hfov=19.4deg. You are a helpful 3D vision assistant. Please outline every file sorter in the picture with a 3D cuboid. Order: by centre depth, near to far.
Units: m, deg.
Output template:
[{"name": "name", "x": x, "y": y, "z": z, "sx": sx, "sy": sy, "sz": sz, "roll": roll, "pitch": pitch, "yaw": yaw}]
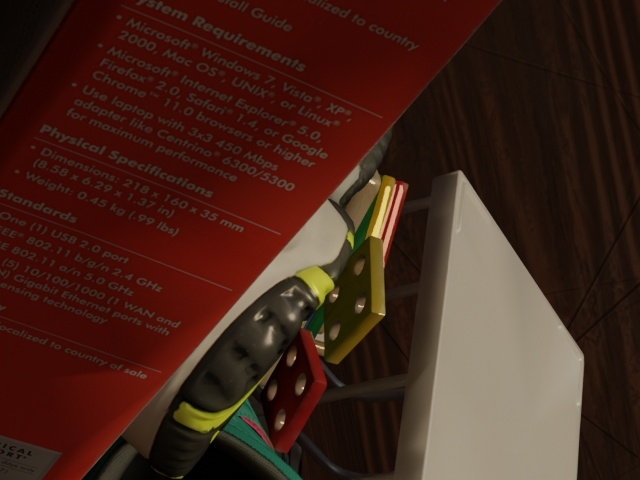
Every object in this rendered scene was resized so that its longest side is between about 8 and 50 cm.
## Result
[{"name": "file sorter", "x": 0.035, "y": 0.140, "z": 1.093, "sx": 0.193, "sy": 0.173, "sz": 0.278, "roll": 52, "pitch": 35, "yaw": -40}]

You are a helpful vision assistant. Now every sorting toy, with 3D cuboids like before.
[{"name": "sorting toy", "x": 0.000, "y": 0.000, "z": 1.001, "sx": 0.132, "sy": 0.046, "sz": 0.274, "roll": -62, "pitch": -156, "yaw": 22}]

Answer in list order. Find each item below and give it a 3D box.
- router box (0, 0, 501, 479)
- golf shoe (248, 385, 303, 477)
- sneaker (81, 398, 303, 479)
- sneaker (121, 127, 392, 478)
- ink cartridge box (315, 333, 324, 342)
[{"name": "router box", "x": -0.035, "y": -0.135, "z": 0.559, "sx": 0.301, "sy": 0.082, "sz": 0.335, "roll": -48, "pitch": -153, "yaw": 43}, {"name": "golf shoe", "x": -0.045, "y": 0.165, "z": 1.184, "sx": 0.094, "sy": 0.077, "sz": 0.198, "roll": -67, "pitch": 144, "yaw": -83}, {"name": "sneaker", "x": -0.036, "y": 0.191, "z": 0.843, "sx": 0.178, "sy": 0.123, "sz": 0.296, "roll": -120, "pitch": -169, "yaw": -87}, {"name": "sneaker", "x": -0.065, "y": -0.033, "z": 0.826, "sx": 0.147, "sy": 0.145, "sz": 0.385, "roll": 37, "pitch": 9, "yaw": -6}, {"name": "ink cartridge box", "x": -0.044, "y": 0.015, "z": 1.397, "sx": 0.115, "sy": 0.067, "sz": 0.198, "roll": -129, "pitch": -154, "yaw": -54}]
